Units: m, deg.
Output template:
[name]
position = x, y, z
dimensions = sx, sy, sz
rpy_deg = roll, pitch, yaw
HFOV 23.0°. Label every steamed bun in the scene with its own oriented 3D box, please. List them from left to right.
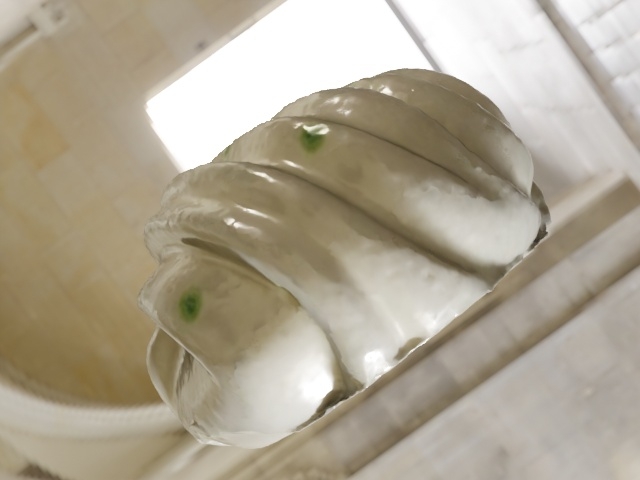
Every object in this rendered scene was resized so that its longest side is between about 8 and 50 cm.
[steamed bun]
position = 0.000, 0.000, 0.615
dimensions = 0.106, 0.183, 0.183
rpy_deg = 53, -178, -2
